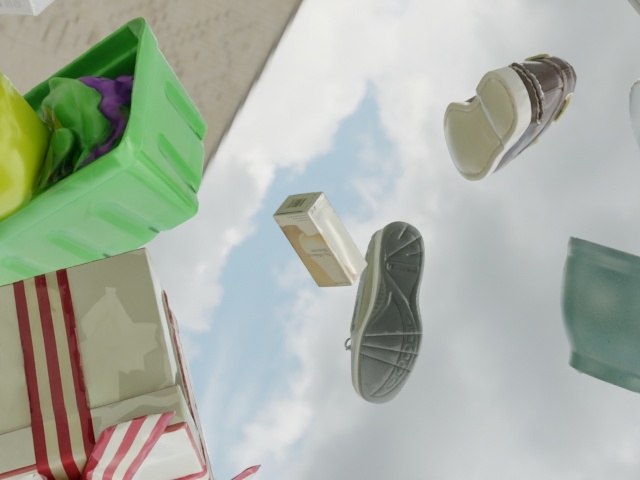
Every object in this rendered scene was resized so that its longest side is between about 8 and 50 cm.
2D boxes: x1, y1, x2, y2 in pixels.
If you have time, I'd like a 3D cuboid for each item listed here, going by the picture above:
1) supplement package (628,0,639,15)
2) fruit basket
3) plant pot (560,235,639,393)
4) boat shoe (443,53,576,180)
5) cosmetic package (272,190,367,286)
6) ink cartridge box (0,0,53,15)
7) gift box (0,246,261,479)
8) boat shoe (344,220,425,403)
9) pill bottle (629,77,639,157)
[{"bbox_3d":[0.568,-0.313,1.535,0.198,0.199,0.263,-48,-115,35],"label":"supplement package"},{"bbox_3d":[-0.365,-0.113,1.391,0.392,0.392,0.283,-45,-149,38],"label":"fruit basket"},{"bbox_3d":[0.492,0.130,1.790,0.293,0.293,0.196,25,-83,62],"label":"plant pot"},{"bbox_3d":[0.245,-0.163,1.561,0.324,0.096,0.117,124,-57,-76],"label":"boat shoe"},{"bbox_3d":[0.000,0.000,1.381,0.060,0.115,0.041,-6,-144,44],"label":"cosmetic package"},{"bbox_3d":[-0.271,-0.229,0.891,0.135,0.099,0.056,8,-140,22],"label":"ink cartridge box"},{"bbox_3d":[-0.220,0.181,1.183,0.276,0.255,0.258,-17,-127,1],"label":"gift box"},{"bbox_3d":[0.109,0.127,2.046,0.103,0.118,0.321,159,-61,-65],"label":"boat shoe"},{"bbox_3d":[0.518,-0.140,1.126,0.392,0.224,0.224,-22,-141,2],"label":"pill bottle"}]
